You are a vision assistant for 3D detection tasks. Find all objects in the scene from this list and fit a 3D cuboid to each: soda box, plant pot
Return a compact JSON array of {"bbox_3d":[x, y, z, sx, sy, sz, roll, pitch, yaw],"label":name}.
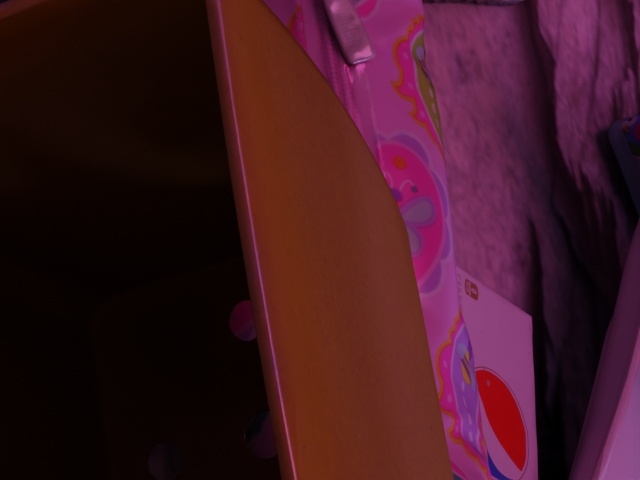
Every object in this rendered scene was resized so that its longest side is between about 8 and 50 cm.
[{"bbox_3d":[0.051,0.123,0.829,0.074,0.069,0.216,32,49,-42],"label":"soda box"},{"bbox_3d":[-0.063,0.055,0.609,0.187,0.212,0.212,20,56,-60],"label":"plant pot"}]

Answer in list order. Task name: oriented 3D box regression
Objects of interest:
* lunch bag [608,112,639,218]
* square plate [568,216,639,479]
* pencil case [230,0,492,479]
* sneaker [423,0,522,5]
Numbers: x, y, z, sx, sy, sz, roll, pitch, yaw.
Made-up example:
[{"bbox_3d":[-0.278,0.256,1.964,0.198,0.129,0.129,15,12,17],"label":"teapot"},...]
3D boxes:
[{"bbox_3d":[0.336,0.005,1.138,0.160,0.223,0.262,-26,94,-53],"label":"lunch bag"},{"bbox_3d":[0.210,0.187,0.983,0.344,0.049,0.347,61,30,-23],"label":"square plate"},{"bbox_3d":[0.000,0.000,0.775,0.124,0.124,0.284,20,57,-47],"label":"pencil case"},{"bbox_3d":[0.126,-0.199,1.033,0.293,0.146,0.102,-25,93,-55],"label":"sneaker"}]
